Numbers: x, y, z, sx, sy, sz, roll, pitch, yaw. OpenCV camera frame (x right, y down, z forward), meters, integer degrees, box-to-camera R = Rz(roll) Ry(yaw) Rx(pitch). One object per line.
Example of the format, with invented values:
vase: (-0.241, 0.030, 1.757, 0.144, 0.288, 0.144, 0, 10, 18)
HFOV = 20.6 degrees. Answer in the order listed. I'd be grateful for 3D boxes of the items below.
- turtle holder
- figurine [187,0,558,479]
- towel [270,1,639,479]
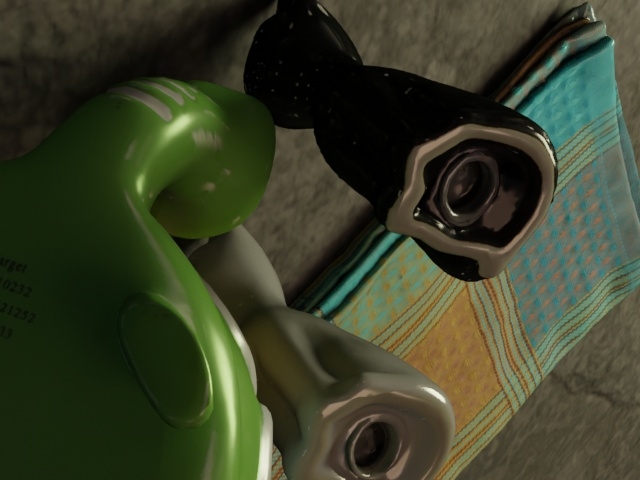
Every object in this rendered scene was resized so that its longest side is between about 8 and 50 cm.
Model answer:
turtle holder: (-0.137, 0.081, 0.769, 0.227, 0.243, 0.320, 58, 27, -68)
figurine: (0.000, 0.000, 0.873, 0.092, 0.209, 0.214, 8, 111, -33)
towel: (0.091, 0.055, 1.164, 0.370, 0.040, 0.271, -46, 142, -19)
